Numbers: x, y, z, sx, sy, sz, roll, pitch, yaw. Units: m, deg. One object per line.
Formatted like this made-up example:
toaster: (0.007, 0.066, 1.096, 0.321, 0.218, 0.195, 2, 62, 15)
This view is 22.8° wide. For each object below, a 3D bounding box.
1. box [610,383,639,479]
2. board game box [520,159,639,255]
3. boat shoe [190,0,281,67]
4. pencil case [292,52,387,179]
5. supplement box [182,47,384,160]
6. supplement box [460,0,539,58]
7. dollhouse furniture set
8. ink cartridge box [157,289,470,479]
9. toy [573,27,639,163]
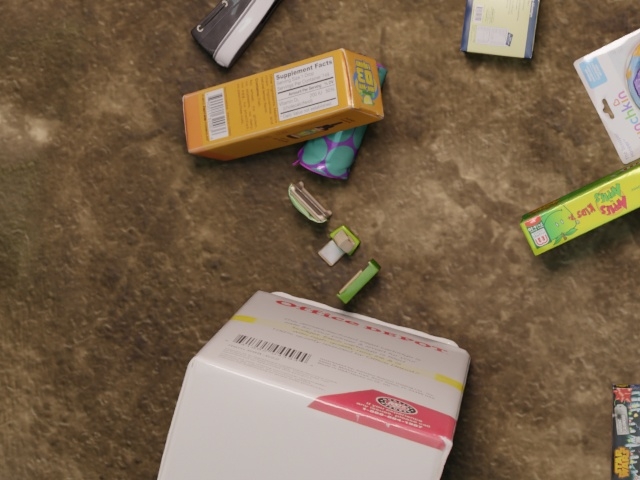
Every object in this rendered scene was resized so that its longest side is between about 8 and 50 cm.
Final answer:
box: (0.395, 0.241, 1.897, 0.094, 0.027, 0.137, 0, 97, 9)
board game box: (0.323, -0.044, 1.842, 0.181, 0.092, 0.043, -26, 92, 10)
boat shoe: (-0.073, -0.314, 1.882, 0.076, 0.080, 0.228, 38, 108, 1)
pencil case: (0.024, -0.148, 1.888, 0.070, 0.064, 0.151, 21, 100, 5)
supplement box: (-0.045, -0.155, 1.848, 0.233, 0.078, 0.080, -10, 80, 31)
supplement box: (0.211, -0.257, 1.852, 0.083, 0.056, 0.083, 8, 98, 7)
dollhouse furniture set: (0.000, 0.000, 1.903, 0.058, 0.076, 0.151, -45, 90, 10)
ink cartridge box: (0.008, 0.198, 1.770, 0.279, 0.384, 0.160, 17, 102, 6)
toy: (0.428, -0.199, 1.828, 0.237, 0.056, 0.137, -26, 91, 10)
